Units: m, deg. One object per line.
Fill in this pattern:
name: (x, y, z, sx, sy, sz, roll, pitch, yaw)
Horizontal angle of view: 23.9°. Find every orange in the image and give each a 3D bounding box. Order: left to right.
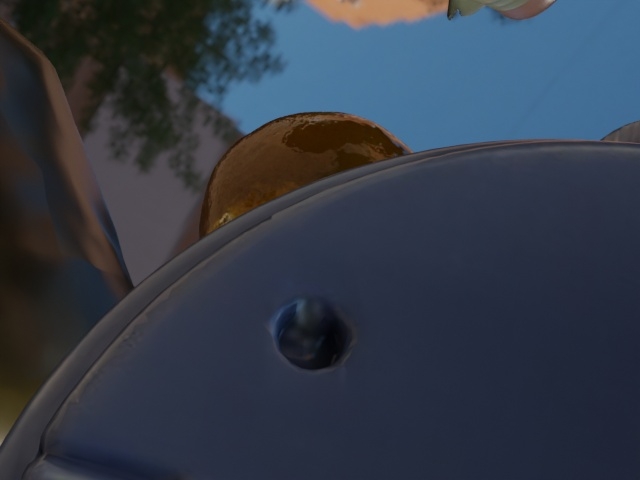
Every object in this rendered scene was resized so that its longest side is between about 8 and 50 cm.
orange: (0.000, 0.000, 0.910, 0.156, 0.156, 0.124, -46, 180, 22)

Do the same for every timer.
timer: (0.080, 0.142, 0.417, 0.173, 0.395, 0.395, 107, 2, -62)

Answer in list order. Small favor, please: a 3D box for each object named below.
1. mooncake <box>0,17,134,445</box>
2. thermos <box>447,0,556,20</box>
mooncake: (-0.289, 0.095, 0.660, 0.467, 0.467, 0.262, -42, -128, 28)
thermos: (0.055, -0.229, 0.929, 0.176, 0.265, 0.146, -43, -138, 38)
